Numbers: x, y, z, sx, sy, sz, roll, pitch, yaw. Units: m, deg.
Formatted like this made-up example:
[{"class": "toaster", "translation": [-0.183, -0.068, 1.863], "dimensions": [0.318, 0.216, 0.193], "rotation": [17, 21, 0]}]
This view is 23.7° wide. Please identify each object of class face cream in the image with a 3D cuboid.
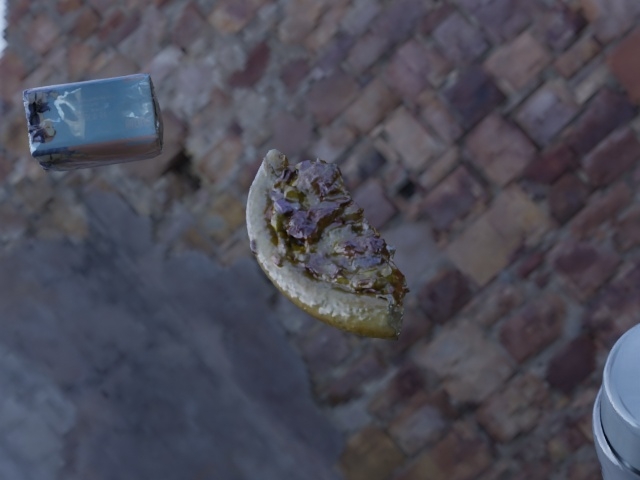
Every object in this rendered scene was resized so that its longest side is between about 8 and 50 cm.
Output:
[{"class": "face cream", "translation": [0.218, 0.143, 0.966], "dimensions": [0.089, 0.143, 0.314], "rotation": [-1, -27, 10]}]

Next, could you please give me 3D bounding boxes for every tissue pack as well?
[{"class": "tissue pack", "translation": [-0.163, -0.086, 1.114], "dimensions": [0.094, 0.059, 0.074], "rotation": [-8, -6, -2]}]

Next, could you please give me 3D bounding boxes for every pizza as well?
[{"class": "pizza", "translation": [0.001, -0.002, 1.386], "dimensions": [0.127, 0.246, 0.058], "rotation": [-17, -39, -5]}]
